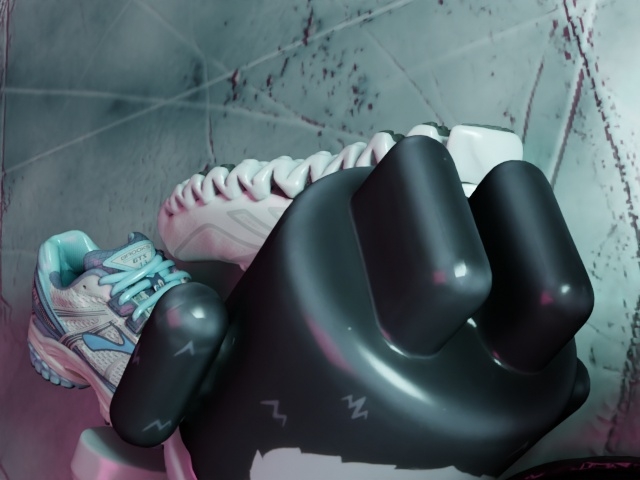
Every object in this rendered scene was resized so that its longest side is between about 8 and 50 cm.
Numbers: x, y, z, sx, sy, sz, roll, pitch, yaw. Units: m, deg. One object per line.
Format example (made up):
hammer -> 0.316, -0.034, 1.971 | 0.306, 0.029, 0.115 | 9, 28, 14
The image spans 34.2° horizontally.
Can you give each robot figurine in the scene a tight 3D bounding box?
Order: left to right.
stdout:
robot figurine -> 0.023, 0.077, 0.553 | 0.209, 0.173, 0.278 | 38, 129, 3

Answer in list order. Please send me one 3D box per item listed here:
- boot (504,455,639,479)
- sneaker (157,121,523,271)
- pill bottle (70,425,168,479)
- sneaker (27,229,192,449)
boot -> 0.152, 0.160, 0.425 | 0.347, 0.260, 0.131 | -5, 78, 39
sneaker -> 0.000, 0.000, 0.699 | 0.292, 0.110, 0.118 | -8, 85, 40
pill bottle -> -0.166, 0.252, 0.774 | 0.117, 0.117, 0.209 | 21, 96, 41
sneaker -> -0.133, 0.063, 0.767 | 0.283, 0.110, 0.122 | 13, 113, 41
